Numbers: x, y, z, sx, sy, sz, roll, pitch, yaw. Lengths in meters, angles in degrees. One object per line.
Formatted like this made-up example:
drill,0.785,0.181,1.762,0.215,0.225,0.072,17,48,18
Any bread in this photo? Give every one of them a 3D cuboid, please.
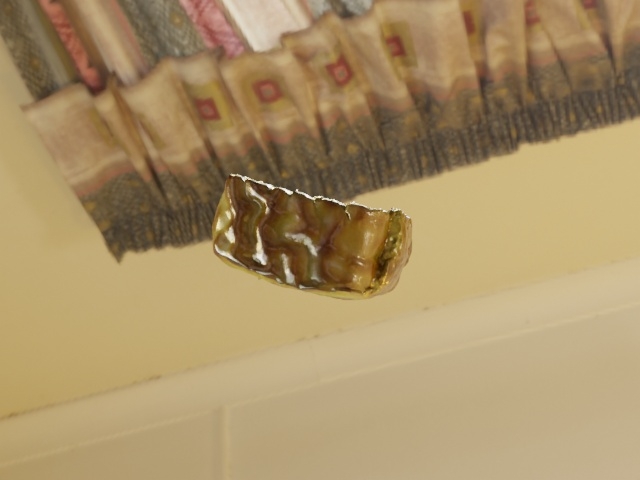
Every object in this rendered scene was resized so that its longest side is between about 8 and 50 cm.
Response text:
bread,0.000,0.000,0.854,0.181,0.222,0.096,15,-89,13
